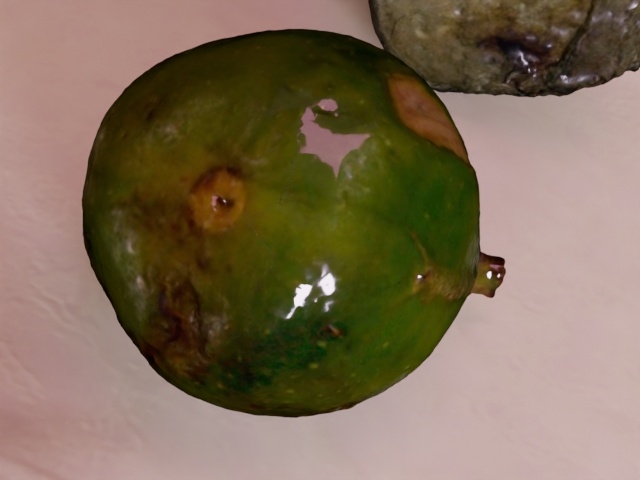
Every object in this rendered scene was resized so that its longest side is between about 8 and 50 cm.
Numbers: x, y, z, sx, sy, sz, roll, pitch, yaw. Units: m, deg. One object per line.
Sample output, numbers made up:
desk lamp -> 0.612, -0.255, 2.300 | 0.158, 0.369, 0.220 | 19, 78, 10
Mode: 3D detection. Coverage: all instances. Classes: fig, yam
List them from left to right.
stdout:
fig -> 0.000, 0.000, 0.996 | 0.245, 0.195, 0.195 | 26, 27, -53
yam -> 0.117, -0.233, 1.233 | 0.195, 0.195, 0.300 | 10, 45, -13
